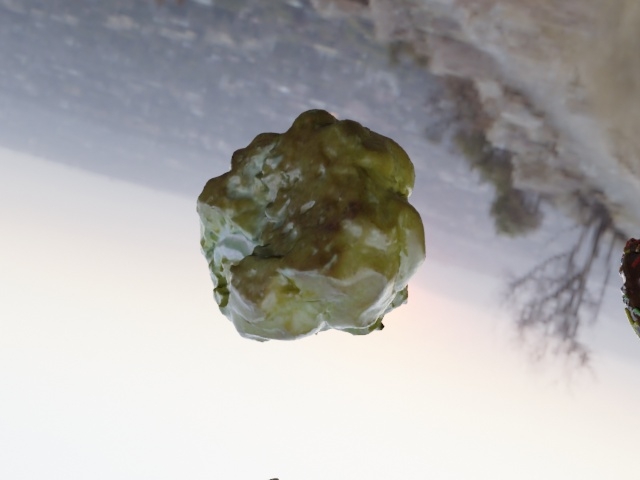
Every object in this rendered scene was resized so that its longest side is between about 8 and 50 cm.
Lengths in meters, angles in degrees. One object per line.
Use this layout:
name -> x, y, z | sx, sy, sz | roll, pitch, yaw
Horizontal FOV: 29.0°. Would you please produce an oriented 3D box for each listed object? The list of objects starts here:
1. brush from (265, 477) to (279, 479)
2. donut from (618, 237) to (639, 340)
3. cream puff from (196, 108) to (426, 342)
brush -> -0.179, 0.325, 1.428 | 0.282, 0.054, 0.048 | -15, -128, -26
donut -> 0.441, 0.088, 1.462 | 0.089, 0.235, 0.235 | -30, 153, 31
cream puff -> -0.002, 0.001, 1.338 | 0.282, 0.282, 0.185 | 17, 166, 40
